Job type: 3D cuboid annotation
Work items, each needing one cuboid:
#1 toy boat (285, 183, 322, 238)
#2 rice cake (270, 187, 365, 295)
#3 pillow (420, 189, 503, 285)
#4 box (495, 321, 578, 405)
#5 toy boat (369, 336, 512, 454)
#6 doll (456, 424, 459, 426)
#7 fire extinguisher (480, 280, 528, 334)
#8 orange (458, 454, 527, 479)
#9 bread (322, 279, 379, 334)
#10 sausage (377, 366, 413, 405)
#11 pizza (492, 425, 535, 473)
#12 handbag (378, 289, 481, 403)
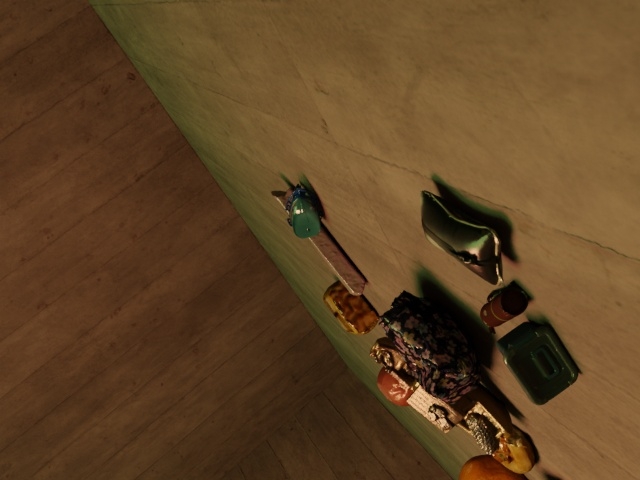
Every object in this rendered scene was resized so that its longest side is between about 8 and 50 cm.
[{"bbox_3d":[-0.046,-0.088,1.323,0.175,0.091,0.110,80,178,-63],"label":"toy boat"},{"bbox_3d":[0.000,0.000,1.452,0.365,0.056,0.072,52,175,-4],"label":"rice cake"},{"bbox_3d":[0.176,-0.005,0.686,0.091,0.055,0.135,35,-174,-44],"label":"pillow"},{"bbox_3d":[0.286,0.160,0.737,0.099,0.074,0.054,54,-177,-14],"label":"box"},{"bbox_3d":[0.239,0.310,1.117,0.321,0.121,0.089,36,125,10],"label":"toy boat"},{"bbox_3d":[0.290,0.323,1.221,0.219,0.091,0.067,53,172,-19],"label":"doll"},{"bbox_3d":[0.247,0.096,0.760,0.132,0.039,0.056,84,178,-73],"label":"fire extinguisher"},{"bbox_3d":[0.481,0.717,1.498,0.249,0.183,0.249,49,168,14],"label":"orange"},{"bbox_3d":[0.088,0.211,1.710,0.182,0.096,0.222,53,170,3],"label":"bread"},{"bbox_3d":[0.247,0.430,1.666,0.148,0.148,0.254,50,167,9],"label":"sausage"},{"bbox_3d":[0.405,0.456,1.269,0.197,0.058,0.292,49,170,20],"label":"pizza"},{"bbox_3d":[0.206,0.193,1.023,0.208,0.126,0.228,57,-171,30],"label":"handbag"}]
